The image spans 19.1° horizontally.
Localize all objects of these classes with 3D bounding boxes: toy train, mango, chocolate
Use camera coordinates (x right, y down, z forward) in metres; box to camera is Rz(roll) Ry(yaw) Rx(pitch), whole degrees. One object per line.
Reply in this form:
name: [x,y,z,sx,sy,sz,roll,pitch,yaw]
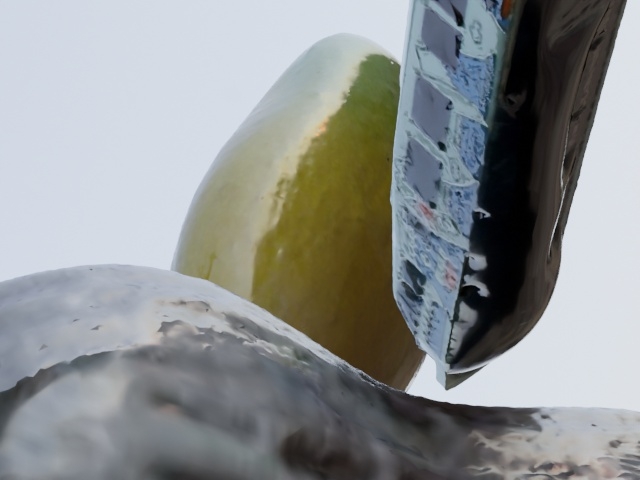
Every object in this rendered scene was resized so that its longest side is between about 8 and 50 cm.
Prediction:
toy train: [0.043,-0.033,0.446,0.043,0.047,0.207,-34,-28,-24]
mango: [0.000,0.000,0.771,0.130,0.092,0.194,41,-132,-43]
chocolate: [0.008,0.072,0.446,0.110,0.248,0.110,-165,90,-75]
